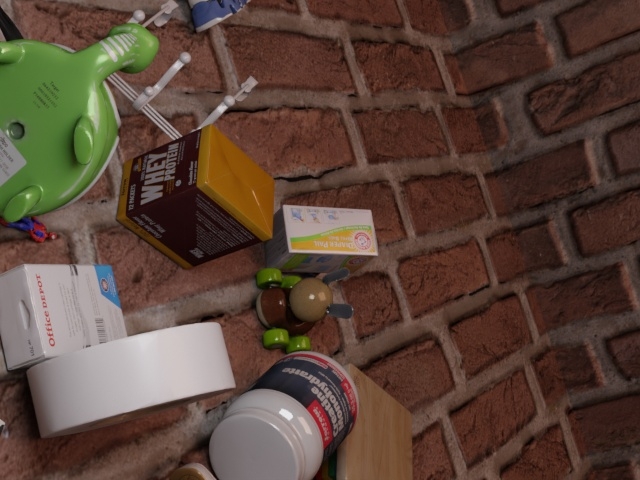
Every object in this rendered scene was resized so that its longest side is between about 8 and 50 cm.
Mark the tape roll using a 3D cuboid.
[{"bbox_3d":[-0.268,0.200,1.636,0.286,0.286,0.100,0,72,-61],"label":"tape roll"}]

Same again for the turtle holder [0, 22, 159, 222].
[{"bbox_3d":[-0.397,-0.190,1.646,0.227,0.243,0.320,-45,156,-80],"label":"turtle holder"}]

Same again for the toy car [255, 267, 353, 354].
[{"bbox_3d":[-0.016,0.121,2.230,0.149,0.188,0.155,24,53,-54],"label":"toy car"}]

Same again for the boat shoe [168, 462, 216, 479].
[{"bbox_3d":[-0.163,0.462,1.862,0.277,0.098,0.096,69,26,-22],"label":"boat shoe"}]

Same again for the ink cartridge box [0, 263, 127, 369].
[{"bbox_3d":[-0.383,0.111,1.697,0.190,0.082,0.139,3,70,-59],"label":"ink cartridge box"}]

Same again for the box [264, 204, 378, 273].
[{"bbox_3d":[0.000,0.000,2.324,0.203,0.114,0.103,3,67,-27],"label":"box"}]

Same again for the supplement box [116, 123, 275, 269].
[{"bbox_3d":[-0.214,-0.071,1.993,0.191,0.194,0.129,41,39,-43],"label":"supplement box"}]

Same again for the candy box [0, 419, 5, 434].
[{"bbox_3d":[-0.497,0.283,1.397,0.159,0.071,0.233,50,35,-33],"label":"candy box"}]

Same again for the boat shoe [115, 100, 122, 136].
[{"bbox_3d":[-0.400,-0.220,1.885,0.207,0.073,0.073,23,51,-54],"label":"boat shoe"}]

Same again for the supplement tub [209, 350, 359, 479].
[{"bbox_3d":[-0.060,0.326,2.021,0.191,0.191,0.272,66,28,-8],"label":"supplement tub"}]

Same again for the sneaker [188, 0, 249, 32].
[{"bbox_3d":[-0.207,-0.574,2.396,0.182,0.127,0.315,63,30,-19],"label":"sneaker"}]

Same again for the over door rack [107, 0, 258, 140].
[{"bbox_3d":[-0.254,-0.320,2.099,0.239,0.108,0.324,44,33,-6],"label":"over door rack"}]

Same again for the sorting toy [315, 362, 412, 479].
[{"bbox_3d":[0.087,0.424,2.330,0.255,0.089,0.257,43,38,-42],"label":"sorting toy"}]

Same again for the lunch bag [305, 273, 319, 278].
[{"bbox_3d":[-0.009,0.033,2.433,0.067,0.065,0.098,51,31,-4],"label":"lunch bag"}]

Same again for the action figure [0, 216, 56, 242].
[{"bbox_3d":[-0.443,-0.024,1.735,0.115,0.030,0.038,34,40,-51],"label":"action figure"}]

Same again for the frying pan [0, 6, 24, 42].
[{"bbox_3d":[-0.519,-0.405,1.779,0.326,0.053,0.197,54,27,-16],"label":"frying pan"}]
